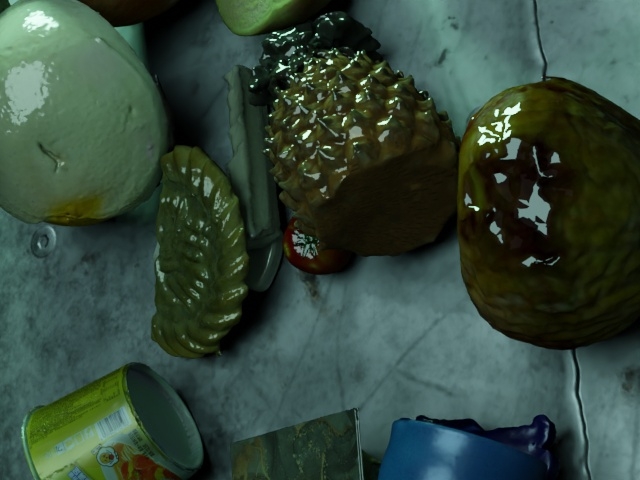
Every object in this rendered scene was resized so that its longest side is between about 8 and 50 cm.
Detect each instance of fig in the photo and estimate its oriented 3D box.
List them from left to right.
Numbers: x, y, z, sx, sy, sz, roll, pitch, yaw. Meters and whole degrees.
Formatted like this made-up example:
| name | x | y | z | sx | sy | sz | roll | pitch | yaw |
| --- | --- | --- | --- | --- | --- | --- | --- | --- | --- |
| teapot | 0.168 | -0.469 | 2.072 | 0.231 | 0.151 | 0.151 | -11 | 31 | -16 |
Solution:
| name | x | y | z | sx | sy | sz | roll | pitch | yaw |
| --- | --- | --- | --- | --- | --- | --- | --- | --- | --- |
| fig | 0.321 | -0.031 | 1.506 | 0.368 | 0.286 | 0.286 | -2 | 75 | 2 |

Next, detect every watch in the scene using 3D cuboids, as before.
| name | x | y | z | sx | sy | sz | roll | pitch | yaw |
| --- | --- | --- | --- | --- | --- | --- | --- | --- | --- |
| watch | 0.143 | 0.250 | 1.524 | 0.196 | 0.200 | 0.171 | -3 | 69 | 32 |

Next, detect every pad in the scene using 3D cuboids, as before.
| name | x | y | z | sx | sy | sz | roll | pitch | yaw |
| --- | --- | --- | --- | --- | --- | --- | --- | --- | --- |
| pad | -0.021 | 0.379 | 1.576 | 0.247 | 0.007 | 0.368 | -25 | 63 | 49 |

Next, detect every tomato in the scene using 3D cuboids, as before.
| name | x | y | z | sx | sy | sz | roll | pitch | yaw |
| --- | --- | --- | --- | --- | --- | --- | --- | --- | --- |
| tomato | 0.000 | 0.000 | 1.780 | 0.087 | 0.075 | 0.087 | -1 | 89 | 22 |

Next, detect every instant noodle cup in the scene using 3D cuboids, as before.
| name | x | y | z | sx | sy | sz | roll | pitch | yaw |
| --- | --- | --- | --- | --- | --- | --- | --- | --- | --- |
| instant noodle cup | -0.251 | 0.252 | 1.811 | 0.153 | 0.205 | 0.205 | -36 | 61 | 13 |

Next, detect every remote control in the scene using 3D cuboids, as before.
| name | x | y | z | sx | sy | sz | roll | pitch | yaw |
| --- | --- | --- | --- | --- | --- | --- | --- | --- | --- |
| remote control | -0.130 | 0.007 | 1.888 | 0.190 | 0.029 | 0.087 | 13 | 86 | 35 |

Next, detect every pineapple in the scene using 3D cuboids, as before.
| name | x | y | z | sx | sy | sz | roll | pitch | yaw |
| --- | --- | --- | --- | --- | --- | --- | --- | --- | --- |
| pineapple | 0.022 | -0.158 | 1.737 | 0.223 | 0.223 | 0.357 | -41 | 47 | 18 |

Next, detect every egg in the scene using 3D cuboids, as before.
| name | x | y | z | sx | sy | sz | roll | pitch | yaw |
| --- | --- | --- | --- | --- | --- | --- | --- | --- | --- |
| egg | -0.367 | -0.147 | 1.900 | 0.337 | 0.201 | 0.337 | 21 | 130 | 28 |

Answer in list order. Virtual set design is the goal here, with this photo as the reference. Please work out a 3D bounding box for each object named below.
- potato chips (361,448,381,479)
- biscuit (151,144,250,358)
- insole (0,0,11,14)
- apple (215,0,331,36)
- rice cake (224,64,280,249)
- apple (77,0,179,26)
| name | x | y | z | sx | sy | sz | roll | pitch | yaw |
| --- | --- | --- | --- | --- | --- | --- | --- | --- | --- |
| potato chips | -0.038 | 0.433 | 1.680 | 0.373 | 0.097 | 0.389 | -33 | 61 | 24 |
| biscuit | -0.150 | 0.022 | 1.828 | 0.187 | 0.036 | 0.274 | 13 | 103 | 48 |
| insole | -0.444 | -0.294 | 2.012 | 0.009 | 0.348 | 0.119 | 23 | 55 | 16 |
| apple | -0.053 | -0.378 | 1.887 | 0.193 | 0.120 | 0.265 | -23 | 62 | 41 |
| rice cake | -0.090 | -0.105 | 1.854 | 0.052 | 0.057 | 0.256 | -17 | 62 | 18 |
| apple | -0.295 | -0.423 | 1.954 | 0.301 | 0.301 | 0.301 | -9 | 73 | 31 |
